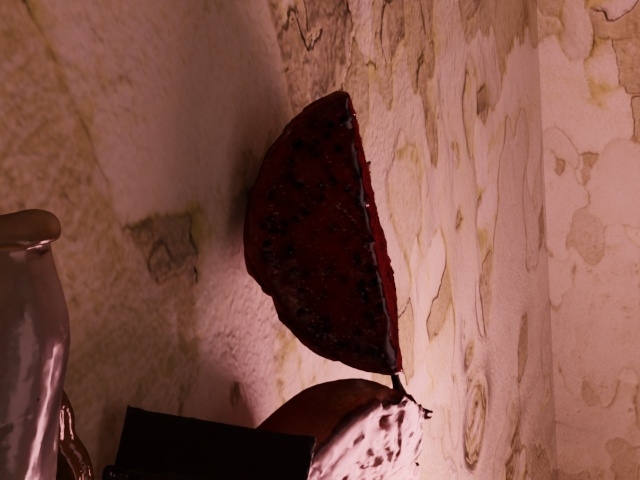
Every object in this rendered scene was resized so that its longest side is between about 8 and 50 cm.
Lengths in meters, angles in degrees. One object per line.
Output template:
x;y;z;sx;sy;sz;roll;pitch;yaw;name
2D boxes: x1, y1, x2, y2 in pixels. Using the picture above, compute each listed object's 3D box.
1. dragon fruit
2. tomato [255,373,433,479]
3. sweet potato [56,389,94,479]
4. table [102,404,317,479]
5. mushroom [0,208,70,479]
0.000;0.000;0.967;0.205;0.152;0.316;-25;104;-80;dragon fruit
-0.019;0.272;0.929;0.309;0.170;0.308;-27;128;-40;tomato
-0.211;0.190;0.662;0.053;0.054;0.182;-164;-109;-75;sweet potato
-0.091;0.298;0.628;0.250;0.196;0.282;163;-62;-80;table
-0.232;0.149;0.571;0.109;0.097;0.351;29;65;-64;mushroom
